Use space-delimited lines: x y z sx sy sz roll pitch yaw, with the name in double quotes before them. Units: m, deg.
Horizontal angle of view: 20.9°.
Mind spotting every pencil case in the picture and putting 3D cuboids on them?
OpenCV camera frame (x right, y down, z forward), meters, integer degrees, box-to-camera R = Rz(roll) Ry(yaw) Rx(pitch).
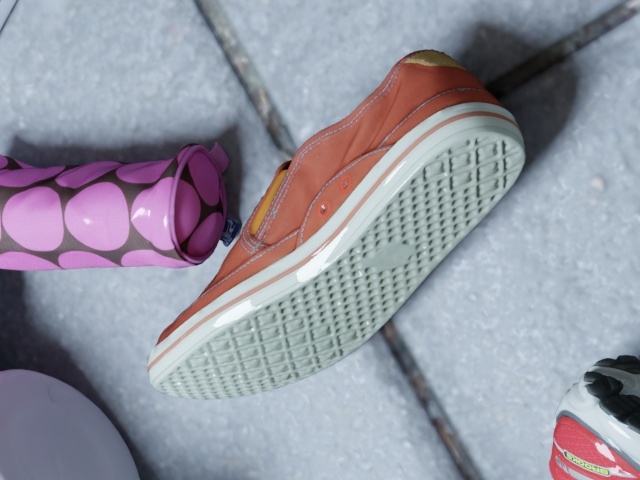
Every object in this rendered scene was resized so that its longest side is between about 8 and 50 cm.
"pencil case" -0.168 -0.026 1.231 0.209 0.098 0.095 1 145 24

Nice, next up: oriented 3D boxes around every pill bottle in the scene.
"pill bottle" -0.279 0.235 1.289 0.283 0.161 0.161 -40 83 25

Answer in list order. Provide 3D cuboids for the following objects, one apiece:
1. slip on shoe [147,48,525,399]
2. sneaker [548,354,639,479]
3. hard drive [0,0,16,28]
"slip on shoe" 0.000 0.000 1.159 0.331 0.123 0.101 -45 49 29
"sneaker" 0.268 0.181 1.084 0.279 0.107 0.118 35 130 18
"hard drive" -0.315 -0.225 1.283 0.210 0.040 0.318 39 113 13
